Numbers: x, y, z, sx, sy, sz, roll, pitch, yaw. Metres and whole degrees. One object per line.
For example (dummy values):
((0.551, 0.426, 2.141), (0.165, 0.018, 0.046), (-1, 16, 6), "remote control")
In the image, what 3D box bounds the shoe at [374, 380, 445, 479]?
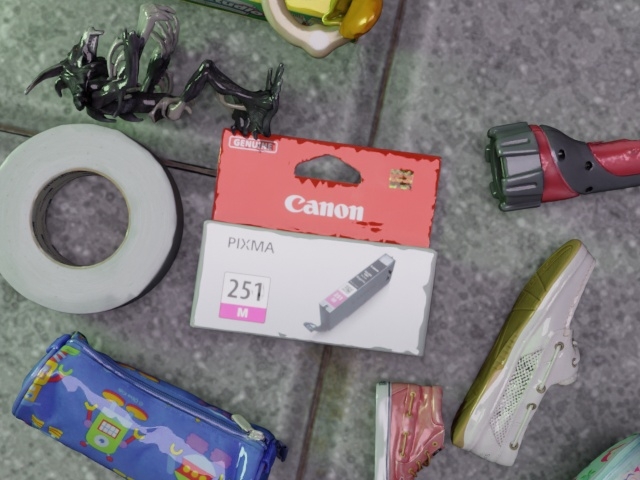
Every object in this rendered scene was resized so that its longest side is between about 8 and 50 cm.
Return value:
((0.104, 0.254, 1.240), (0.081, 0.063, 0.177), (1, 84, 4), "shoe")

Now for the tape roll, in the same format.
((-0.272, -0.024, 1.238), (0.219, 0.072, 0.219), (0, 89, 0), "tape roll")

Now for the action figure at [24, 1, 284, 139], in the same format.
((-0.185, -0.195, 1.205), (0.276, 0.164, 0.140), (9, 100, -10), "action figure")

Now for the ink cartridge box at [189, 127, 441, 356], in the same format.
((0.000, 0.000, 1.248), (0.275, 0.060, 0.238), (7, 90, 0), "ink cartridge box")

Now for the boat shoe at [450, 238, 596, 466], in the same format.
((0.254, 0.133, 1.233), (0.096, 0.098, 0.277), (28, 98, 0), "boat shoe")

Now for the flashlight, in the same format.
((0.349, -0.105, 1.234), (0.304, 0.103, 0.103), (-10, 86, 0), "flashlight")

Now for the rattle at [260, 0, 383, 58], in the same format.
((-0.027, -0.291, 1.118), (0.130, 0.143, 0.199), (-30, 100, 18), "rattle")

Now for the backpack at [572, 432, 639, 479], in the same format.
((0.361, 0.315, 1.157), (0.253, 0.225, 0.191), (-40, 73, 9), "backpack")

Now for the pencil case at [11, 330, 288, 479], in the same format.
((-0.191, 0.213, 1.208), (0.306, 0.119, 0.133), (28, 112, 0), "pencil case")

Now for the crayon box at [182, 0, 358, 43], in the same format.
((-0.093, -0.428, 1.232), (0.363, 0.106, 0.313), (14, 91, -1), "crayon box")
